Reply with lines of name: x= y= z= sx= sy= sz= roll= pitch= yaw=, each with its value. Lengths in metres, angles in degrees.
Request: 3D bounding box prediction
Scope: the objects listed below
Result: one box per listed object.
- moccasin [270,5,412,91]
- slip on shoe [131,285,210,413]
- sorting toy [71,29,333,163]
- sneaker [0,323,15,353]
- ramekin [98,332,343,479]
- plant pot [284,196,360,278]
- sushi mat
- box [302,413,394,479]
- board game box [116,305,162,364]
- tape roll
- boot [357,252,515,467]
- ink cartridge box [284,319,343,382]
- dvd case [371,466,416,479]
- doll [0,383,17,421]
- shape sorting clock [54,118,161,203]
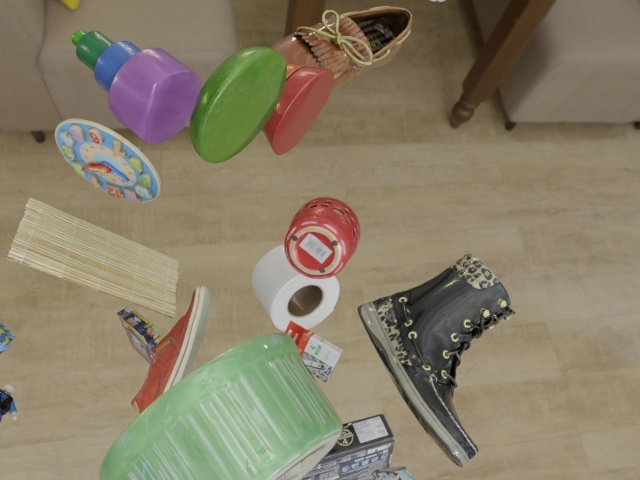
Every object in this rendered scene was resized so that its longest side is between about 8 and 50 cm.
moccasin: x=0.044 y=-0.370 z=1.042 sx=0.379 sy=0.147 sz=0.139 roll=-26 pitch=82 yaw=-35
slip on shoe: x=-0.341 y=0.255 z=1.268 sx=0.101 sy=0.123 sz=0.332 roll=18 pitch=71 yaw=5
sorting toy: x=-0.109 y=-0.167 z=0.563 sx=0.126 sy=0.127 sz=0.365 roll=38 pitch=22 yaw=10
sneaker: x=-0.845 y=0.264 z=1.408 sx=0.078 sy=0.188 sz=0.067 roll=-44 pitch=109 yaw=-14
ramekin: x=-0.113 y=0.278 z=0.717 sx=0.303 sy=0.303 sz=0.148 roll=-33 pitch=67 yaw=-21
plant pot: x=0.000 y=0.000 z=1.422 sx=0.191 sy=0.191 sz=0.174 roll=28 pitch=25 yaw=2
sushi mat: x=-0.402 y=0.036 z=1.015 sx=0.316 sy=0.019 sz=0.152 roll=29 pitch=32 yaw=-34
box: x=-0.002 y=0.652 z=1.501 sx=0.394 sy=0.319 sz=0.097 roll=-11 pitch=38 yaw=-15
board game box: x=-0.510 y=0.283 z=1.571 sx=0.048 sy=0.141 sz=0.170 roll=-32 pitch=36 yaw=-32
tape roll: x=-0.083 y=0.152 z=1.765 sx=0.246 sy=0.246 sz=0.169 roll=-23 pitch=41 yaw=-19
boot: x=0.166 y=0.128 z=0.658 sx=0.178 sy=0.085 sz=0.236 roll=-29 pitch=46 yaw=-2
ink cartridge box: x=-0.022 y=0.201 z=0.990 sx=0.115 sy=0.029 sz=0.063 roll=28 pitch=104 yaw=13
dvd case: x=0.150 y=0.428 z=0.903 sx=0.087 sy=0.013 sz=0.119 roll=17 pitch=17 yaw=-42
doll: x=-0.939 y=0.486 z=1.582 sx=0.046 sy=0.189 sz=0.129 roll=-44 pitch=111 yaw=9
shape sorting clock: x=-0.385 y=-0.137 z=0.984 sx=0.206 sy=0.206 sz=0.040 roll=23 pitch=63 yaw=0
